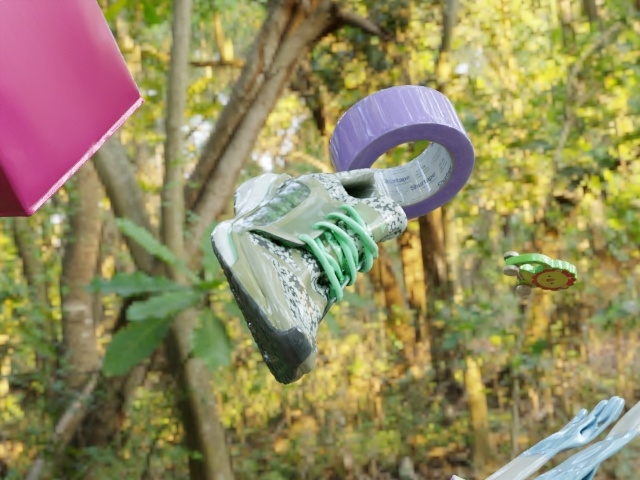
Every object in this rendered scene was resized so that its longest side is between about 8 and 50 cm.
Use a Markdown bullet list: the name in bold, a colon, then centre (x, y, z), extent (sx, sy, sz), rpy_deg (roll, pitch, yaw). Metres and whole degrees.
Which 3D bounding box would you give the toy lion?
- **toy lion**: centre (0.333, 0.048, 1.627), extent (0.096, 0.034, 0.100), rpy_deg (-10, -35, 26)

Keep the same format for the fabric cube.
- **fabric cube**: centre (-0.415, -0.201, 1.274), extent (0.259, 0.258, 0.254), rpy_deg (0, 39, 31)

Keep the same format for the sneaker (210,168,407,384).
- **sneaker**: centre (0.000, 0.000, 1.153), extent (0.182, 0.158, 0.410), rpy_deg (-23, 21, 10)

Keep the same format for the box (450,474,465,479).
- **box**: centre (0.286, 0.494, 1.635), extent (0.213, 0.117, 0.243), rpy_deg (25, 10, -9)

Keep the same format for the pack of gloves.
- **pack of gloves**: centre (0.285, 0.241, 1.187), extent (0.232, 0.046, 0.195), rpy_deg (-30, -2, -22)

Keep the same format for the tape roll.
- **tape roll**: centre (0.112, -0.118, 1.503), extent (0.189, 0.080, 0.189), rpy_deg (-10, -40, -8)
